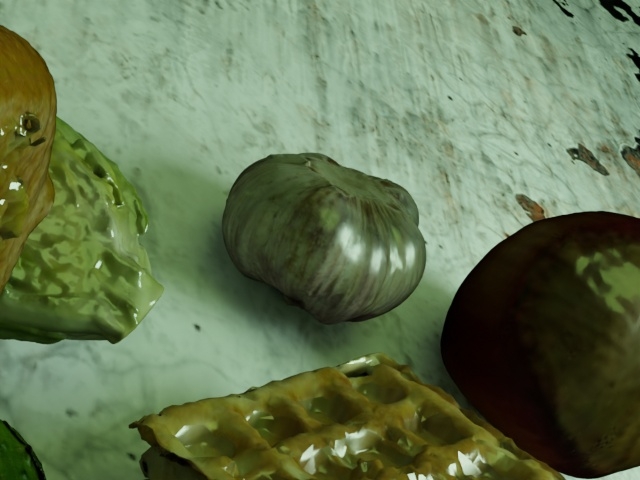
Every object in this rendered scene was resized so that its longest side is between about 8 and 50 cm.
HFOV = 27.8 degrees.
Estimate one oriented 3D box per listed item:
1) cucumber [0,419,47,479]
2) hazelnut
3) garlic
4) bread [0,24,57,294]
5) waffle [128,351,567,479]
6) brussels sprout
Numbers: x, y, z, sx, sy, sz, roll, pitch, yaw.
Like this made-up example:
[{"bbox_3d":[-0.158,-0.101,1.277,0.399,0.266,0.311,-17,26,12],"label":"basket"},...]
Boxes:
[{"bbox_3d":[-0.140,0.163,0.586,0.069,0.069,0.227,11,39,-38],"label":"cucumber"},{"bbox_3d":[0.183,0.065,0.946,0.208,0.208,0.208,27,34,-21],"label":"hazelnut"},{"bbox_3d":[0.000,0.000,0.897,0.147,0.102,0.159,33,18,13],"label":"garlic"},{"bbox_3d":[-0.221,0.002,0.540,0.146,0.268,0.268,32,31,7],"label":"bread"},{"bbox_3d":[0.065,0.179,0.655,0.308,0.091,0.213,30,24,34],"label":"waffle"},{"bbox_3d":[-0.173,-0.002,0.725,0.181,0.100,0.139,45,42,5],"label":"brussels sprout"}]
